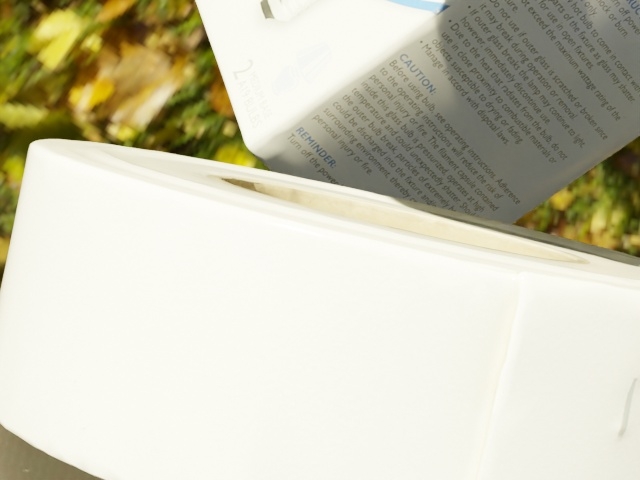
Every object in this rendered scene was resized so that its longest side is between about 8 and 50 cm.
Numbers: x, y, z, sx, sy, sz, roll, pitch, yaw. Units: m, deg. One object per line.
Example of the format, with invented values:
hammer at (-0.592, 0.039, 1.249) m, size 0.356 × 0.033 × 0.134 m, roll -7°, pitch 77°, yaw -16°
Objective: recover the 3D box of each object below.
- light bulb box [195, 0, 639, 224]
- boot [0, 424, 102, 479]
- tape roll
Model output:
light bulb box at (0.107, -0.220, 1.415) m, size 0.361 × 0.358 × 0.225 m, roll -36°, pitch 133°, yaw 13°
boot at (-0.062, 0.181, 0.871) m, size 0.305 × 0.112 × 0.115 m, roll 36°, pitch 130°, yaw -14°
tape roll at (0.020, 0.038, 0.677) m, size 0.286 × 0.286 × 0.100 m, roll 14°, pitch 94°, yaw 6°
